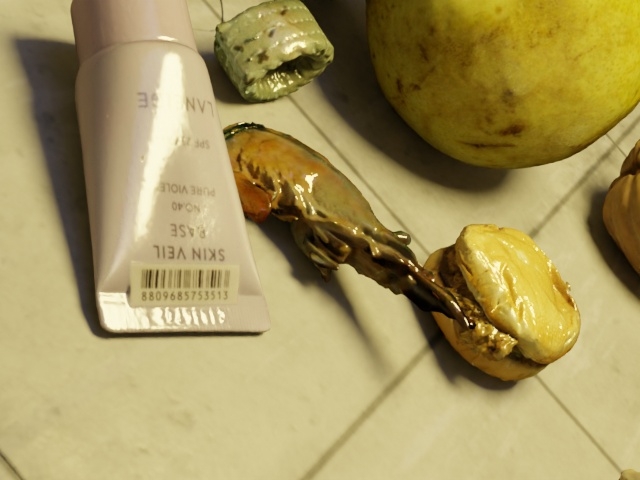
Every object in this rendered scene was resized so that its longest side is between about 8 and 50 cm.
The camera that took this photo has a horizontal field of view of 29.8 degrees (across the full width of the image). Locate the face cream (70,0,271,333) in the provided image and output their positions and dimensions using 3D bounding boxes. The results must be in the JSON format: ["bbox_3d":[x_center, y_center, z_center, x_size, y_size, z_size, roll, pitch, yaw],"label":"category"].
[{"bbox_3d":[-0.122,-0.061,0.893,0.154,0.096,0.274,5,66,-47],"label":"face cream"}]

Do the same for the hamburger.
[{"bbox_3d":[0.161,0.055,1.061,0.147,0.083,0.138,2,51,-47],"label":"hamburger"}]

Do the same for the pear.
[{"bbox_3d":[0.196,-0.218,1.189,0.304,0.304,0.304,27,40,-25],"label":"pear"}]

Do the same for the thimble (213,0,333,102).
[{"bbox_3d":[-0.044,-0.168,1.062,0.110,0.084,0.062,-16,68,-53],"label":"thimble"}]

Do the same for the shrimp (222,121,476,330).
[{"bbox_3d":[0.005,0.003,0.971,0.117,0.066,0.262,-25,60,-38],"label":"shrimp"}]

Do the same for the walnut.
[{"bbox_3d":[0.422,-0.026,1.317,0.213,0.213,0.213,27,40,-25],"label":"walnut"}]

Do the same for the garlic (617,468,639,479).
[{"bbox_3d":[0.340,0.276,1.031,0.195,0.087,0.101,32,26,-16],"label":"garlic"}]
